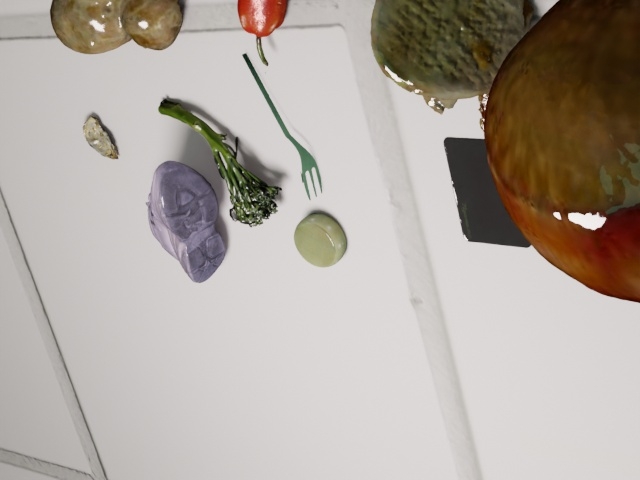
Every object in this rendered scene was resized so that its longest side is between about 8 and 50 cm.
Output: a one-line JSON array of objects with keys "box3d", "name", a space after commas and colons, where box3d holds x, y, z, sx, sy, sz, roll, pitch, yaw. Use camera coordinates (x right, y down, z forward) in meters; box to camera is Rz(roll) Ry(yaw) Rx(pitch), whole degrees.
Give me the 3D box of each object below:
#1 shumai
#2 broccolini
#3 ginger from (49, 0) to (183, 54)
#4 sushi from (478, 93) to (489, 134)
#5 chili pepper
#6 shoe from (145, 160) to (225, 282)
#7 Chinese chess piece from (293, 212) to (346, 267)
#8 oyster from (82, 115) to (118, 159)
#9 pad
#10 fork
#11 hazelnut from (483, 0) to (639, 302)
[{"box3d": [0.158, -0.256, 1.683, 0.201, 0.201, 0.120, 57, 180, -4], "name": "shumai"}, {"box3d": [-0.163, -0.118, 2.133, 0.271, 0.062, 0.123, 44, 134, 22], "name": "broccolini"}, {"box3d": [-0.343, -0.393, 2.046, 0.244, 0.155, 0.304, -29, 103, 42], "name": "ginger"}, {"box3d": [0.226, -0.161, 1.721, 0.055, 0.052, 0.120, 8, 121, 41], "name": "sushi"}, {"box3d": [-0.080, -0.362, 1.874, 0.071, 0.063, 0.272, 15, 124, 21], "name": "chili pepper"}, {"box3d": [-0.232, -0.049, 2.182, 0.138, 0.095, 0.245, 36, 154, 34], "name": "shoe"}, {"box3d": [0.000, 0.000, 2.063, 0.084, 0.034, 0.084, 22, 130, 29], "name": "Chinese chess piece"}, {"box3d": [-0.366, -0.169, 2.307, 0.083, 0.019, 0.054, 51, 138, 7], "name": "oyster"}, {"box3d": [0.222, -0.064, 1.830, 0.112, 0.003, 0.157, 6, 120, 41], "name": "pad"}, {"box3d": [-0.054, -0.170, 2.000, 0.021, 0.039, 0.235, -22, 97, 44], "name": "fork"}, {"box3d": [0.378, -0.095, 1.410, 0.421, 0.352, 0.421, 10, 137, 10], "name": "hazelnut"}]
